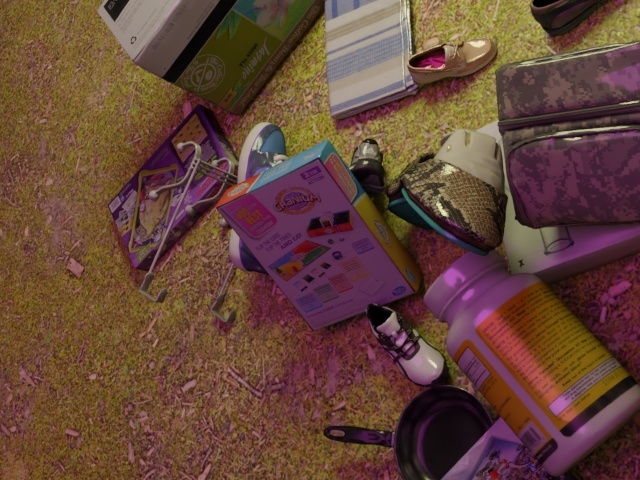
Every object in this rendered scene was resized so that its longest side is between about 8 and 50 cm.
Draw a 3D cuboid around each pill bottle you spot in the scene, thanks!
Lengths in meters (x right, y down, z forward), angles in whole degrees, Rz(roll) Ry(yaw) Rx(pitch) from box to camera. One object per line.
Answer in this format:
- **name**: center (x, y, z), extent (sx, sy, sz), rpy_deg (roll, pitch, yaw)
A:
- **pill bottle**: center (0.315, 0.173, 1.481), extent (0.188, 0.188, 0.334), rpy_deg (-46, 68, 18)

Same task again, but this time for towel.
- **towel**: center (0.099, -0.396, 1.961), extent (0.209, 0.034, 0.285), rpy_deg (-16, 67, 33)

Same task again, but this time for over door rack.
- **over door rack**: center (-0.247, -0.015, 1.985), extent (0.108, 0.239, 0.324), rpy_deg (9, 82, 37)

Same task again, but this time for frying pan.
- **frying pan**: center (0.163, 0.370, 1.672), extent (0.326, 0.053, 0.197), rpy_deg (-27, 62, 29)

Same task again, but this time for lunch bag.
- **lunch bag**: center (0.421, -0.146, 1.414), extent (0.305, 0.212, 0.256), rpy_deg (-3, 93, 38)

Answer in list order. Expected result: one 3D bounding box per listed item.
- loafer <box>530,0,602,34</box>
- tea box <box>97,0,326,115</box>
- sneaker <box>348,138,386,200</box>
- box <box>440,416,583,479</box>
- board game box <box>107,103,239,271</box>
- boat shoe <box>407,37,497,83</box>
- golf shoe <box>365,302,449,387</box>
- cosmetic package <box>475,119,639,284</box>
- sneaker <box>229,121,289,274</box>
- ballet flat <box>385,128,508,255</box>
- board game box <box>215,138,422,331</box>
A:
- **loafer**: center (0.473, -0.462, 1.655), extent (0.267, 0.084, 0.096), rpy_deg (-43, 55, 20)
- **tea box**: center (-0.227, -0.496, 2.056), extent (0.329, 0.323, 0.220), rpy_deg (-50, 52, 16)
- **sneaker**: center (0.080, -0.141, 1.805), extent (0.086, 0.229, 0.132), rpy_deg (15, 72, -3)
- **box**: center (0.276, 0.407, 1.542), extent (0.159, 0.044, 0.233), rpy_deg (43, 105, 13)
- **board game box**: center (-0.336, -0.119, 2.212), extent (0.347, 0.056, 0.208), rpy_deg (-44, 51, 20)
- **boat shoe**: center (0.241, -0.339, 1.805), extent (0.170, 0.059, 0.063), rpy_deg (-17, 66, 20)
- **golf shoe**: center (0.142, 0.181, 1.703), extent (0.077, 0.094, 0.198), rpy_deg (-47, 47, -3)
- **cosmetic package**: center (0.459, -0.117, 1.560), extent (0.377, 0.097, 0.285), rpy_deg (-24, 66, 31)
- **sneaker**: center (-0.045, -0.083, 1.934), extent (0.236, 0.130, 0.323), rpy_deg (1, 74, 30)
- **ballet flat**: center (0.209, -0.098, 1.568), extent (0.182, 0.164, 0.483), rpy_deg (-61, 7, 3)
- **board game box**: center (0.000, 0.000, 1.759), extent (0.242, 0.316, 0.064), rpy_deg (-23, 25, 31)
